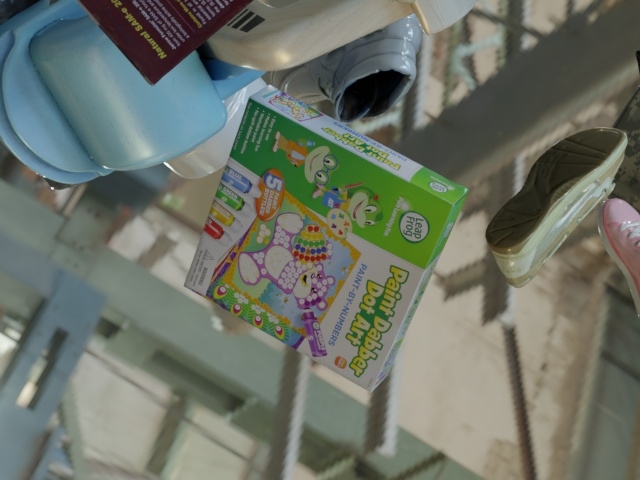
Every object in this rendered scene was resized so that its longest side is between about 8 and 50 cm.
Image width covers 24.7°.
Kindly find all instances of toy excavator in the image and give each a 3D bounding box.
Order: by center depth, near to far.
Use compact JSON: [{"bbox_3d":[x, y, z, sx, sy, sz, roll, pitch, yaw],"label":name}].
[{"bbox_3d":[-0.110,-0.194,1.434,0.433,0.222,0.445,-34,-151,-11],"label":"toy excavator"}]

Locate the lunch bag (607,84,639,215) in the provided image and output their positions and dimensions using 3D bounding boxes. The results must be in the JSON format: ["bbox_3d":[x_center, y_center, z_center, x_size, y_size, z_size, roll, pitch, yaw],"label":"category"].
[{"bbox_3d":[0.562,-0.083,2.040,0.305,0.256,0.212,36,-80,31],"label":"lunch bag"}]

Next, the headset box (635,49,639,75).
[{"bbox_3d":[0.516,-0.189,1.538,0.293,0.110,0.218,-23,-163,-32],"label":"headset box"}]

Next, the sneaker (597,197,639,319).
[{"bbox_3d":[0.302,0.013,1.317,0.070,0.051,0.134,-43,-117,53],"label":"sneaker"}]

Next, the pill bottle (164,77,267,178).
[{"bbox_3d":[-0.264,-0.272,2.032,0.224,0.392,0.224,-29,-141,26],"label":"pill bottle"}]

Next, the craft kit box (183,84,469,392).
[{"bbox_3d":[0.000,0.000,1.556,0.061,0.247,0.250,-44,158,-59],"label":"craft kit box"}]

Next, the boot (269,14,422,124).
[{"bbox_3d":[0.020,-0.184,1.636,0.258,0.095,0.123,-32,-137,51],"label":"boot"}]

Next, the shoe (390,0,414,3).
[{"bbox_3d":[-0.027,-0.209,0.876,0.058,0.219,0.076,-49,-179,5],"label":"shoe"}]

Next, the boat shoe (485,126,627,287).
[{"bbox_3d":[0.184,-0.029,1.116,0.056,0.048,0.153,14,-129,42],"label":"boat shoe"}]

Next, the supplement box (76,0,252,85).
[{"bbox_3d":[-0.078,-0.244,1.094,0.239,0.130,0.073,-39,-164,5],"label":"supplement box"}]
